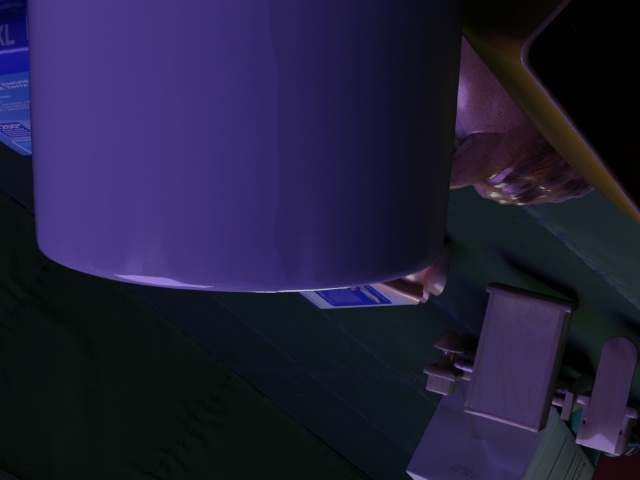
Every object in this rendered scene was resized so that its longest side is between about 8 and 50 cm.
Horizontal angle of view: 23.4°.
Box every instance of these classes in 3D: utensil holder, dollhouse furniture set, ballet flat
[{"bbox_3d":[-0.053,-0.184,1.106,0.328,0.385,0.327,2,-167,0],"label":"utensil holder"},{"bbox_3d":[0.331,0.152,2.136,0.303,0.173,0.355,15,-173,22],"label":"dollhouse furniture set"},{"bbox_3d":[0.412,0.269,2.238,0.070,0.070,0.188,41,-177,-19],"label":"ballet flat"}]

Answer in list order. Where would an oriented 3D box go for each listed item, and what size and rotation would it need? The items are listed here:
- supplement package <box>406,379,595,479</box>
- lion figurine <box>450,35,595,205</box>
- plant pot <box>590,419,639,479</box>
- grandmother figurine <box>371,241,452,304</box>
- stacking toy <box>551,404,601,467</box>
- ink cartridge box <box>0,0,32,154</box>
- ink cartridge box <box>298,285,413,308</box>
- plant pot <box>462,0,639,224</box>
[{"bbox_3d":[0.284,0.354,2.352,0.178,0.175,0.293,18,161,31],"label":"supplement package"},{"bbox_3d":[0.142,-0.167,1.377,0.142,0.240,0.392,-110,-1,-46],"label":"lion figurine"},{"bbox_3d":[0.510,0.424,2.193,0.267,0.235,0.267,37,165,-4],"label":"plant pot"},{"bbox_3d":[0.000,0.000,2.074,0.343,0.104,0.208,15,158,-8],"label":"grandmother figurine"},{"bbox_3d":[0.397,0.310,2.429,0.221,0.052,0.167,34,164,2],"label":"stacking toy"},{"bbox_3d":[-0.310,-0.234,1.770,0.270,0.151,0.395,-7,163,14],"label":"ink cartridge box"},{"bbox_3d":[0.019,0.031,2.370,0.176,0.069,0.371,39,161,-15],"label":"ink cartridge box"},{"bbox_3d":[0.219,-0.166,1.170,0.212,0.212,0.187,46,173,-33],"label":"plant pot"}]
